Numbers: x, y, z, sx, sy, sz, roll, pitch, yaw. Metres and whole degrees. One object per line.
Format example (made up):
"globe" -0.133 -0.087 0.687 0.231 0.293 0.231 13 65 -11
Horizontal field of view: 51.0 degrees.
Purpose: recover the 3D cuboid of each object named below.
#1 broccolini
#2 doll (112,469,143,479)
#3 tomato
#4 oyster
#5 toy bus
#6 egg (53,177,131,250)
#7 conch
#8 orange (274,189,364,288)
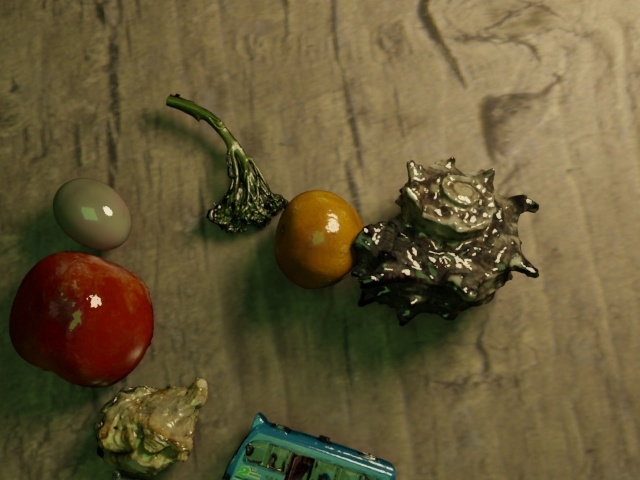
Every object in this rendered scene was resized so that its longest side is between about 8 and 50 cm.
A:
"broccolini" -0.179 -0.121 1.102 0.123 0.062 0.271 -39 88 -17
"doll" -0.272 0.434 1.040 0.094 0.079 0.180 -36 88 31
"tomato" -0.384 0.115 1.047 0.233 0.139 0.200 19 78 6
"oyster" -0.260 0.281 1.051 0.163 0.081 0.191 36 69 13
"toy bus" -0.016 0.359 1.010 0.247 0.113 0.134 18 80 4
"egg" -0.366 -0.042 1.082 0.135 0.103 0.103 38 87 5
"conch" 0.178 -0.006 0.999 0.313 0.186 0.240 -35 91 -9
"orange" 0.000 0.000 1.035 0.134 0.155 0.154 12 84 -13
